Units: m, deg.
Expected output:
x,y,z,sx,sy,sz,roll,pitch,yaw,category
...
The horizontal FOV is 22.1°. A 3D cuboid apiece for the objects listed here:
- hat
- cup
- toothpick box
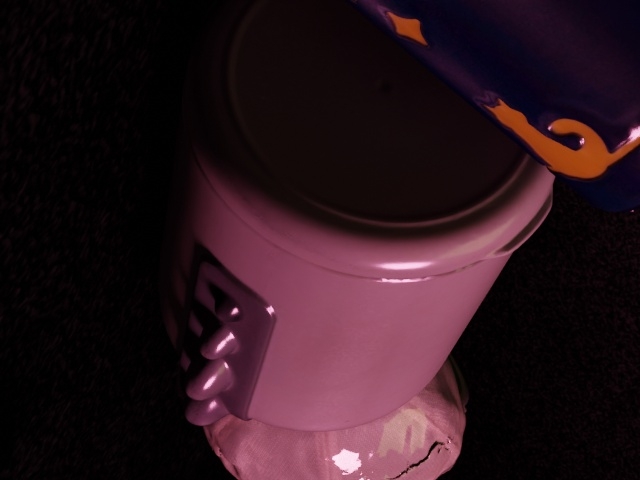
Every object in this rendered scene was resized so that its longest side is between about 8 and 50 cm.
x,y,z,sx,sy,sz,roll,pitch,yaw,category
0.006,0.078,1.247,0.275,0.232,0.161,-86,-178,-56,hat
0.109,-0.138,0.758,0.178,0.256,0.255,-49,-170,9,cup
0.000,0.000,0.996,0.229,0.229,0.316,-53,171,-30,toothpick box
